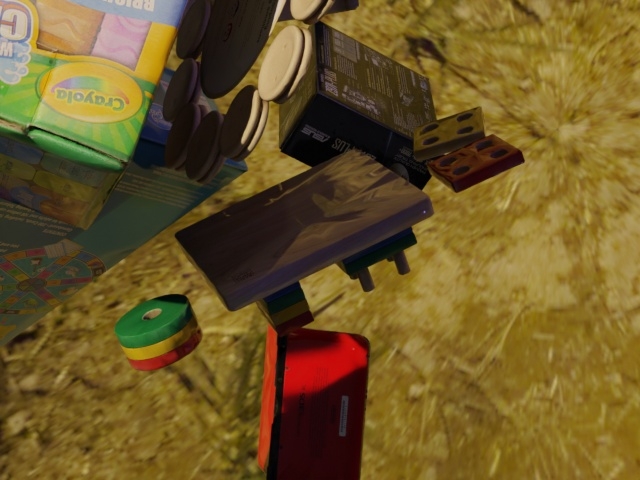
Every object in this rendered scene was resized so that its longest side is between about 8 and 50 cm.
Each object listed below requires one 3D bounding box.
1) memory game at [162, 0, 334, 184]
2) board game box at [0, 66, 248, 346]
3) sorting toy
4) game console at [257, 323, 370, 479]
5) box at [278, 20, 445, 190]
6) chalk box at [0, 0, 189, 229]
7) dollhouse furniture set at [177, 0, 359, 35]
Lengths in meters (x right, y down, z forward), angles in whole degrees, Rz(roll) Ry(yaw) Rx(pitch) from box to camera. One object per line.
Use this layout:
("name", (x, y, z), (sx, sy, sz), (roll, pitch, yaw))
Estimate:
("memory game", (-0.032, -0.115, 0.709), (0.012, 0.186, 0.186), (21, 99, -25))
("board game box", (-0.250, -0.004, 0.903), (0.336, 0.254, 0.079), (-34, 69, 19))
("sorting toy", (0.000, 0.000, 0.877), (0.274, 0.132, 0.046), (-26, 113, -10))
("game console", (-0.008, 0.148, 1.299), (0.124, 0.085, 0.144), (5, 93, 18))
("box", (0.038, -0.128, 1.455), (0.147, 0.180, 0.077), (26, 118, -17))
("chalk box", (-0.139, -0.091, 0.668), (0.132, 0.132, 0.213), (21, 75, -13))
("dollhouse furniture set", (-0.093, -0.373, 1.320), (0.174, 0.303, 0.355), (-11, 98, -19))
